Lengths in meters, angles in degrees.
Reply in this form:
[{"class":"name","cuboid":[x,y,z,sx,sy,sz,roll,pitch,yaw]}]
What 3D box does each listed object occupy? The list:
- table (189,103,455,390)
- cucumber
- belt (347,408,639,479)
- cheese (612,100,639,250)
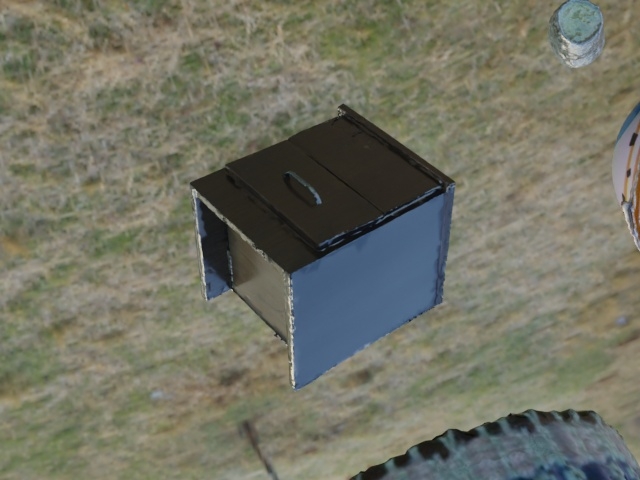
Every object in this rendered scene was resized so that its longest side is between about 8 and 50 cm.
[{"class":"table","cuboid":[0.000,0.000,0.958,0.193,0.169,0.172,-27,137,-27]},{"class":"cucumber","cuboid":[0.286,-0.234,1.093,0.064,0.064,0.112,-25,168,12]},{"class":"belt","cuboid":[0.054,0.193,0.400,0.207,0.150,0.257,0,134,-29]},{"class":"cheese","cuboid":[0.394,-0.041,1.034,0.217,0.129,0.329,-41,132,-22]}]
